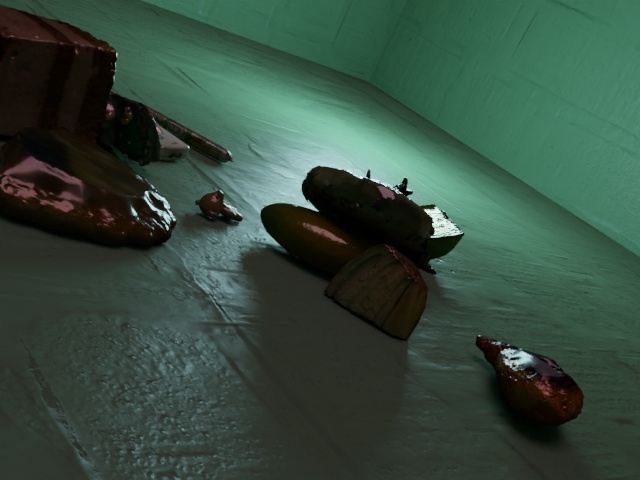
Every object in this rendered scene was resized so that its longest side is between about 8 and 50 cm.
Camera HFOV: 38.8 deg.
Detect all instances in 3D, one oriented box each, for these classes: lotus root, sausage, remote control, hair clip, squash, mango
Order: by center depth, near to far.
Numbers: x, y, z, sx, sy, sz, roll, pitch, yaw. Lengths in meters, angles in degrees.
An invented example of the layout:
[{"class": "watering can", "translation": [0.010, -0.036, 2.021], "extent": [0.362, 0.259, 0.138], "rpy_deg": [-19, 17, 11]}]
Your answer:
[{"class": "lotus root", "translation": [0.111, 0.083, 1.519], "extent": [0.159, 0.135, 0.095], "rpy_deg": [42, 18, 7]}, {"class": "mango", "translation": [0.002, 0.002, 1.632], "extent": [0.238, 0.091, 0.137], "rpy_deg": [20, 14, -7]}, {"class": "hair clip", "translation": [-0.419, -0.243, 1.715], "extent": [0.091, 0.138, 0.321], "rpy_deg": [-23, 42, -30]}, {"class": "remote control", "translation": [-0.371, -0.235, 1.858], "extent": [0.230, 0.049, 0.090], "rpy_deg": [35, 22, 24]}, {"class": "sausage", "translation": [-0.304, -0.236, 1.987], "extent": [0.269, 0.032, 0.033], "rpy_deg": [29, 17, 9]}, {"class": "squash", "translation": [0.200, -0.003, 1.996], "extent": [0.184, 0.085, 0.192], "rpy_deg": [-8, 22, -10]}]

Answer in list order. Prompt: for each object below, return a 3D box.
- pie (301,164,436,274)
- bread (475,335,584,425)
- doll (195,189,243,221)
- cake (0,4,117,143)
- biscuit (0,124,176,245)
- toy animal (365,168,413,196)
[{"class": "pie", "translation": [0.096, -0.042, 1.726], "extent": [0.297, 0.078, 0.371], "rpy_deg": [31, -8, 15]}, {"class": "bread", "translation": [0.337, 0.228, 1.464], "extent": [0.139, 0.095, 0.269], "rpy_deg": [25, 3, -10]}, {"class": "doll", "translation": [-0.183, -0.055, 1.641], "extent": [0.061, 0.051, 0.093], "rpy_deg": [38, -9, 36]}, {"class": "cake", "translation": [-0.524, -0.284, 1.556], "extent": [0.293, 0.196, 0.199], "rpy_deg": [-1, 30, -48]}, {"class": "biscuit", "translation": [-0.385, -0.102, 1.405], "extent": [0.329, 0.078, 0.335], "rpy_deg": [14, 22, -47]}, {"class": "toy animal", "translation": [0.169, -0.117, 2.271], "extent": [0.203, 0.070, 0.105], "rpy_deg": [18, 37, -36]}]
